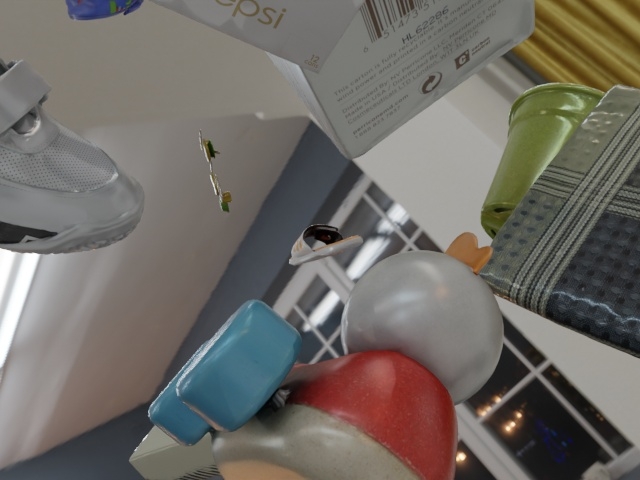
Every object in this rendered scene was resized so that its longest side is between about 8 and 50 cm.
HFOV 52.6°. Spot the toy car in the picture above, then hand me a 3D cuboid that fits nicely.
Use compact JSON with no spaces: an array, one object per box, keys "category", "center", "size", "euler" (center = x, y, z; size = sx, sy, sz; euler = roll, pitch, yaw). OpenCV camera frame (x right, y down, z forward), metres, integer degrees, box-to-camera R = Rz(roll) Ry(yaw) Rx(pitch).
[{"category":"toy car","center":[0.046,0.092,0.462],"size":[0.238,0.219,0.210],"euler":[-51,4,-30]}]

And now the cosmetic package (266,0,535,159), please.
[{"category":"cosmetic package","center":[0.030,-0.398,0.858],"size":[0.329,0.393,0.327],"euler":[-35,-29,3]}]

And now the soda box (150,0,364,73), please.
[{"category":"soda box","center":[-0.079,-0.195,0.428],"size":[0.216,0.069,0.074],"euler":[18,-45,-22]}]

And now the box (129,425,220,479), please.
[{"category":"box","center":[-0.220,0.372,1.197],"size":[0.275,0.094,0.113],"euler":[-28,16,36]}]

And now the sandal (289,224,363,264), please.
[{"category":"sandal","center":[0.010,-0.003,1.419],"size":[0.102,0.076,0.265],"euler":[-15,-3,-28]}]

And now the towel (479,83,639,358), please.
[{"category":"towel","center":[0.353,-0.017,0.603],"size":[0.324,0.312,0.056],"euler":[-48,-44,-22]}]

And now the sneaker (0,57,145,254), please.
[{"category":"sneaker","center":[-0.284,-0.137,0.483],"size":[0.210,0.366,0.137],"euler":[-52,18,35]}]

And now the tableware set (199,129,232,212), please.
[{"category":"tableware set","center":[-0.203,-0.134,1.262],"size":[0.024,0.154,0.104],"euler":[-18,-19,-15]}]

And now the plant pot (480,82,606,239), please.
[{"category":"plant pot","center":[0.434,-0.105,1.215],"size":[0.254,0.276,0.276],"euler":[-57,-14,-20]}]

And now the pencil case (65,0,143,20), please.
[{"category":"pencil case","center":[-0.343,-0.478,0.945],"size":[0.119,0.133,0.306],"euler":[-58,-28,-47]}]
